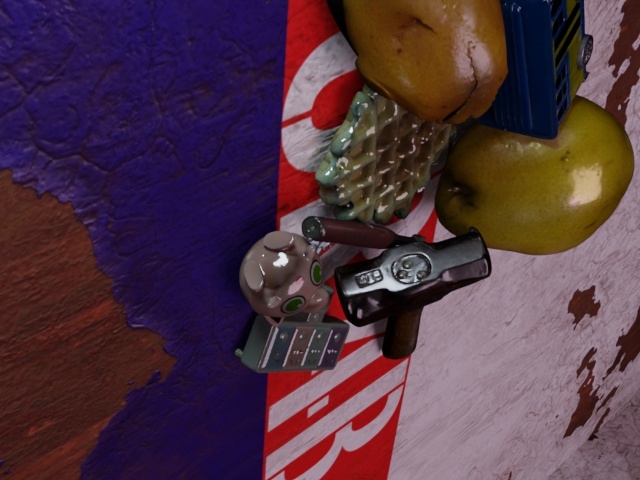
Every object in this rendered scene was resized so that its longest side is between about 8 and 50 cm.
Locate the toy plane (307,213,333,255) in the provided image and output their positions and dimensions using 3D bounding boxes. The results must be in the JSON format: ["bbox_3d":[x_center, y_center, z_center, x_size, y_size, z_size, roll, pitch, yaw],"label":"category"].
[{"bbox_3d":[0.000,0.000,1.352,0.079,0.031,0.083,17,104,-40],"label":"toy plane"}]

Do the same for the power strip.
[{"bbox_3d":[-0.030,0.134,1.420,0.216,0.061,0.145,10,104,-56],"label":"power strip"}]

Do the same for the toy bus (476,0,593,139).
[{"bbox_3d":[0.301,-0.304,1.304,0.175,0.138,0.287,-57,148,-24],"label":"toy bus"}]

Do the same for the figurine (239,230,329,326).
[{"bbox_3d":[-0.051,0.051,1.246,0.125,0.125,0.138,-49,145,-9],"label":"figurine"}]

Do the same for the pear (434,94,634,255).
[{"bbox_3d":[0.358,-0.103,1.497,0.336,0.285,0.285,-43,146,-24],"label":"pear"}]

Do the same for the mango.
[{"bbox_3d":[0.127,-0.277,1.105,0.287,0.201,0.152,65,30,-29],"label":"mango"}]

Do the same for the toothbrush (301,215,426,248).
[{"bbox_3d":[0.080,-0.006,1.360,0.364,0.041,0.041,7,113,-59],"label":"toothbrush"}]

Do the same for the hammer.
[{"bbox_3d":[0.151,0.125,1.532,0.242,0.095,0.409,-17,154,-6],"label":"hammer"}]

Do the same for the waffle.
[{"bbox_3d":[0.116,-0.160,1.332,0.292,0.056,0.309,9,115,-55],"label":"waffle"}]
